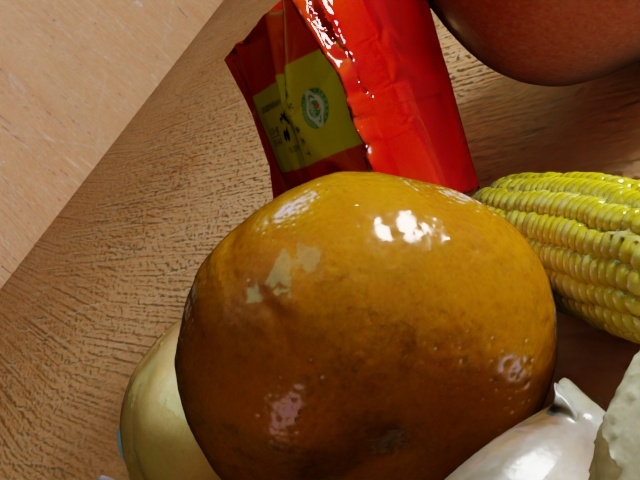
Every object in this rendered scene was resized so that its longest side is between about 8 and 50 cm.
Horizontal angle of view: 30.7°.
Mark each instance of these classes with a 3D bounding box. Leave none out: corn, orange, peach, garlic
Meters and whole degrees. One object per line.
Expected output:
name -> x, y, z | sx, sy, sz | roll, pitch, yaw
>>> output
corn -> 0.170, 0.003, 0.730 | 0.093, 0.093, 0.244 | -51, 20, -5
orange -> 0.025, 0.067, 0.703 | 0.240, 0.240, 0.171 | -44, 39, 13
peach -> -0.059, 0.128, 0.870 | 0.184, 0.184, 0.184 | -42, 21, 20
garlic -> 0.061, 0.193, 0.623 | 0.266, 0.148, 0.129 | -39, 57, 14

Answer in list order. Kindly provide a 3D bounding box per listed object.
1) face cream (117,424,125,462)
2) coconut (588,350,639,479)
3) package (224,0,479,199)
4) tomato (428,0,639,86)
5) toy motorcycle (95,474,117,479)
face cream -> -0.087, 0.141, 1.053 | 0.229, 0.075, 0.075 | -35, 23, 31
coconut -> 0.188, 0.104, 0.305 | 0.237, 0.237, 0.266 | -51, 26, -7
package -> 0.015, -0.106, 0.964 | 0.123, 0.196, 0.423 | -19, 3, -10
tomato -> 0.228, -0.275, 0.880 | 0.341, 0.273, 0.341 | -29, 25, 14
toy motorcycle -> -0.232, 0.285, 1.042 | 0.239, 0.108, 0.204 | -42, 21, 19
